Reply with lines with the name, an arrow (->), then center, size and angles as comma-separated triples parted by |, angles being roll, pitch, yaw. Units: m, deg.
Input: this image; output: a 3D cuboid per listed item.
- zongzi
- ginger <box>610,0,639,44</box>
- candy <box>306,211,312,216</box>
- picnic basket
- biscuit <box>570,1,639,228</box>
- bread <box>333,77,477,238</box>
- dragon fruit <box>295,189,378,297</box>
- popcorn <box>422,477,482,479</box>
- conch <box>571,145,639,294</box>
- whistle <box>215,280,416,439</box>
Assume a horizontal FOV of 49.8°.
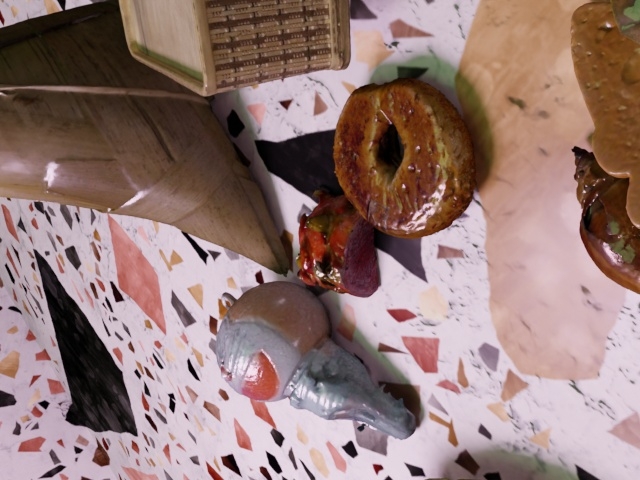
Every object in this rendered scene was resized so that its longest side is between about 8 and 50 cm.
zongzi -> -0.324, -0.067, 0.904 | 0.467, 0.500, 0.218 | 59, 149, 6
ginger -> 0.281, -0.235, 0.408 | 0.116, 0.109, 0.263 | 30, 140, -2
candy -> 0.001, 0.000, 0.956 | 0.030, 0.020, 0.083 | -7, 107, 55
picnic basket -> -0.108, -0.304, 0.743 | 0.313, 0.175, 0.228 | 37, 138, 54
biscuit -> 0.276, -0.098, 0.522 | 0.162, 0.035, 0.250 | -44, 60, 24
bread -> 0.091, -0.090, 0.764 | 0.193, 0.064, 0.193 | 22, 121, 42
dragon fruit -> 0.012, 0.014, 0.891 | 0.102, 0.096, 0.147 | 11, 118, 51
popcorn -> 0.184, 0.451, 0.853 | 0.334, 0.292, 0.294 | 39, 93, 30
conch -> 0.278, 0.015, 0.581 | 0.233, 0.086, 0.080 | 58, 143, 10
whistle -> -0.023, 0.187, 0.991 | 0.347, 0.189, 0.189 | 35, 136, 17
